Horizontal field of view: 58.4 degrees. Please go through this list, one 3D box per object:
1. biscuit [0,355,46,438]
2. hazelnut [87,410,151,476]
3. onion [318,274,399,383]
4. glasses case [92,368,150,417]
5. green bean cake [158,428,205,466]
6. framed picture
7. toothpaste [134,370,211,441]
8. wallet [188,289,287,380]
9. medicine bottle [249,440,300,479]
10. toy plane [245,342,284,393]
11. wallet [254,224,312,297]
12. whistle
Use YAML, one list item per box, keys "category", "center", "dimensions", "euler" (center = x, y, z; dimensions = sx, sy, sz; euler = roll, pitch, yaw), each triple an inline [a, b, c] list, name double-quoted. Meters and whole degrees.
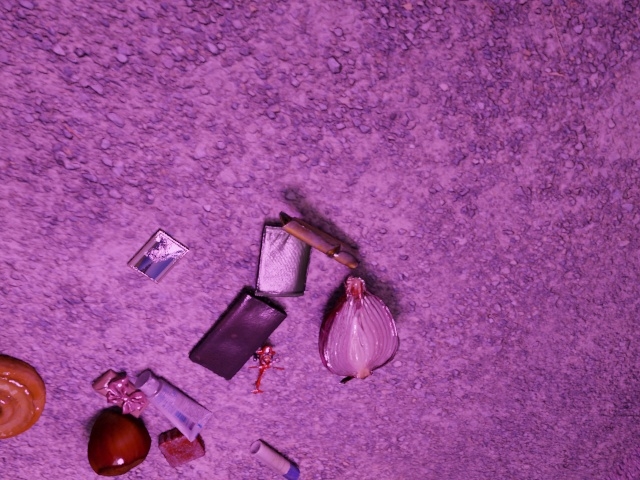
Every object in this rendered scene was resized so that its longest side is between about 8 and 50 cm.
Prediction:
- category: "biscuit"
  center: [-0.983, 0.482, 1.718]
  dimensions: [0.296, 0.102, 0.296]
  euler: [-7, 118, -13]
- category: "hazelnut"
  center: [-0.660, 0.651, 1.855]
  dimensions: [0.208, 0.208, 0.208]
  euler: [-6, 119, -11]
- category: "onion"
  center: [0.105, 0.261, 1.849]
  dimensions: [0.267, 0.159, 0.348]
  euler: [-7, 101, -21]
- category: "glasses case"
  center: [-0.620, 0.495, 1.831]
  dimensions: [0.102, 0.070, 0.193]
  euler: [-38, 120, 6]
- category: "green bean cake"
  center: [-0.481, 0.712, 1.992]
  dimensions: [0.135, 0.056, 0.135]
  euler: [-21, 120, -5]
- category: "framed picture"
  center: [-0.470, 0.049, 1.663]
  dimensions: [0.149, 0.011, 0.109]
  euler: [-45, 119, 11]
- category: "toothpaste"
  center: [-0.485, 0.540, 1.888]
  dimensions: [0.299, 0.073, 0.114]
  euler: [52, 60, -31]
- category: "wallet"
  center: [-0.266, 0.305, 1.836]
  dimensions: [0.170, 0.044, 0.321]
  euler: [33, 109, -26]
- category: "medicine bottle"
  center: [-0.167, 0.822, 2.129]
  dimensions: [0.059, 0.059, 0.231]
  euler: [-38, 120, 8]
- category: "toy plane"
  center: [-0.184, 0.426, 1.907]
  dimensions: [0.126, 0.077, 0.194]
  euler: [-10, 127, -5]
- category: "wallet"
  center: [-0.110, 0.062, 1.737]
  dimensions: [0.160, 0.055, 0.236]
  euler: [2, 113, -20]
- category: "whistle"
  center: [-0.001, 0.001, 1.689]
  dimensions: [0.326, 0.068, 0.057]
  euler: [29, 115, -39]
